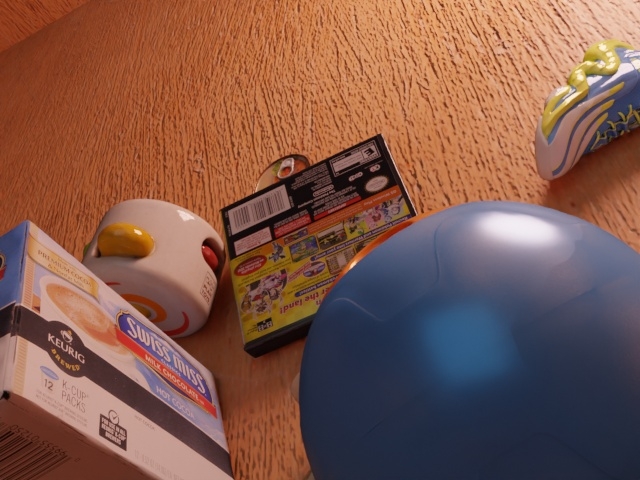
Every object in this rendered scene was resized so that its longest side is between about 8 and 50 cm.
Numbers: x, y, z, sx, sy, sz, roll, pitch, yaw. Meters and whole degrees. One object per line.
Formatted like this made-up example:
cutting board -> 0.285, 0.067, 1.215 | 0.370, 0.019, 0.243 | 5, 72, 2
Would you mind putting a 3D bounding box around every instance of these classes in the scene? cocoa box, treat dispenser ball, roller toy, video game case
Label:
cocoa box -> -0.279, 0.201, 0.639 | 0.231, 0.347, 0.228 | -31, 41, 6
treat dispenser ball -> 0.126, 0.114, 0.451 | 0.288, 0.288, 0.288 | -18, 44, 19
roller toy -> -0.240, 0.048, 0.868 | 0.209, 0.191, 0.146 | -37, 33, 46
video game case -> 0.000, 0.000, 0.839 | 0.274, 0.035, 0.248 | -24, 52, 10

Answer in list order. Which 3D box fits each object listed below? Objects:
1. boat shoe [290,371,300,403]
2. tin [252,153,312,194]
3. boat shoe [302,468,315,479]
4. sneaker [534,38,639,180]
boat shoe -> 0.090, 0.079, 0.658 | 0.302, 0.109, 0.098 | -48, 53, -4
tin -> -0.063, -0.060, 0.969 | 0.106, 0.040, 0.190 | -7, 50, 24
boat shoe -> 0.013, 0.276, 0.571 | 0.092, 0.103, 0.285 | 31, 70, 34
sneaker -> 0.358, -0.166, 0.743 | 0.126, 0.091, 0.240 | 14, 61, 40
